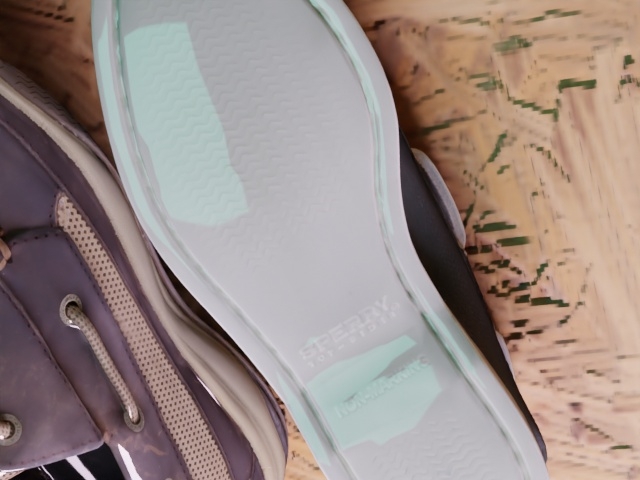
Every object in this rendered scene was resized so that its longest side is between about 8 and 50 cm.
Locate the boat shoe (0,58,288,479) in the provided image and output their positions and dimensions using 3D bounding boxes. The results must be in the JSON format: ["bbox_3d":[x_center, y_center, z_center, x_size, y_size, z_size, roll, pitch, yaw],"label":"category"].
[{"bbox_3d":[-0.130,0.045,0.599,0.132,0.130,0.355,-21,128,28],"label":"boat shoe"}]

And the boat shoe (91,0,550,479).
[{"bbox_3d":[0.000,0.000,0.616,0.114,0.091,0.302,-22,104,6],"label":"boat shoe"}]
